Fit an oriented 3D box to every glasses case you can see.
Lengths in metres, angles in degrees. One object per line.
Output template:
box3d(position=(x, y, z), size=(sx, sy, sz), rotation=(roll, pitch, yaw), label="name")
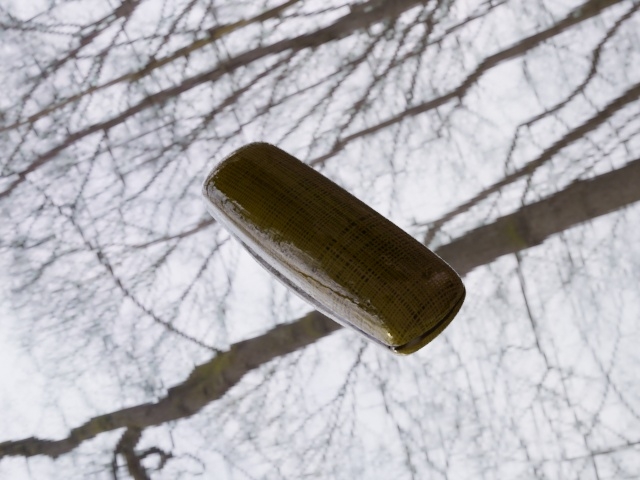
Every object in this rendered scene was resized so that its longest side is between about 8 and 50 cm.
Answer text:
box3d(position=(0.000, 0.000, 0.809), size=(0.079, 0.234, 0.064), rotation=(-40, -41, -17), label="glasses case")
